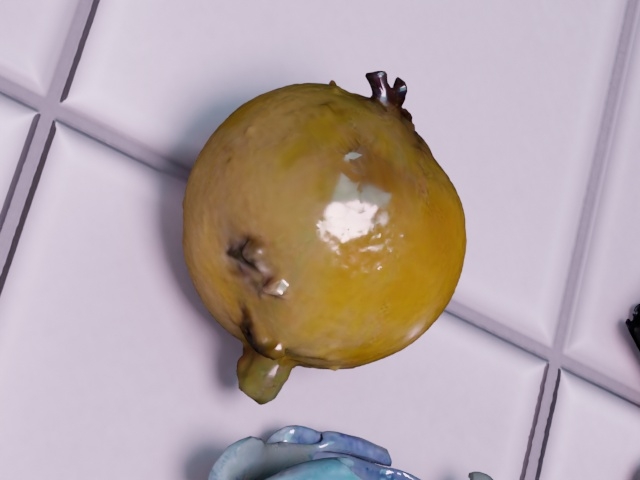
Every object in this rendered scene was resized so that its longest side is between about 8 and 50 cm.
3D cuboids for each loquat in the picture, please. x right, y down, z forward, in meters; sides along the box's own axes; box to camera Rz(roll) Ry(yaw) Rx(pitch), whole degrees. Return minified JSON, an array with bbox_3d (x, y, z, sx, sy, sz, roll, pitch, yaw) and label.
[{"bbox_3d":[0.000,0.000,1.083,0.172,0.149,0.204,29,79,-27],"label":"loquat"}]

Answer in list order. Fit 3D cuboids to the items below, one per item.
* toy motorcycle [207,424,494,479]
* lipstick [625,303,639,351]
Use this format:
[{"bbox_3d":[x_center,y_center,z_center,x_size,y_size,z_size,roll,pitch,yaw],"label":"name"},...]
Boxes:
[{"bbox_3d":[0.052,0.194,1.058,0.260,0.206,0.154,26,109,-28],"label":"toy motorcycle"},{"bbox_3d":[0.343,0.213,1.306,0.077,0.077,0.418,-39,104,-33],"label":"lipstick"}]
